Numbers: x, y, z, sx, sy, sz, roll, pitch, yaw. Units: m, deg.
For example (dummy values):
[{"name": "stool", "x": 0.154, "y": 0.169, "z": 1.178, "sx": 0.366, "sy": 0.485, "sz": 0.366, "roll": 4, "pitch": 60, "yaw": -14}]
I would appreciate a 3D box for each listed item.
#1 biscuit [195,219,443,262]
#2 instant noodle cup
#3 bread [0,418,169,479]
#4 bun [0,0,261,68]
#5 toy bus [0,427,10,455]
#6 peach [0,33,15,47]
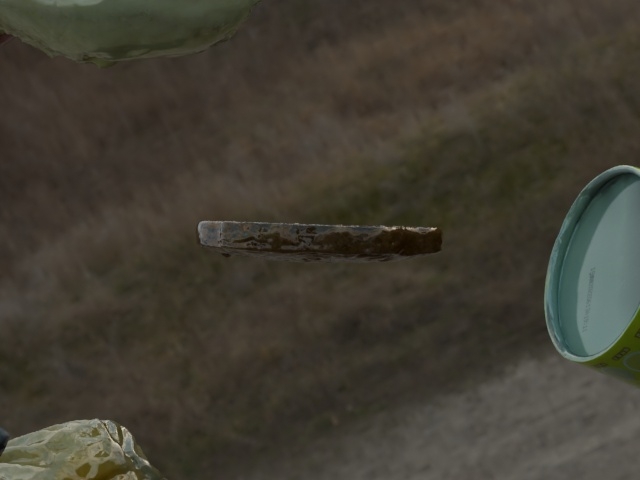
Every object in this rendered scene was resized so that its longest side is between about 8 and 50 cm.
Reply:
[{"name": "biscuit", "x": 0.000, "y": 0.002, "z": 1.900, "sx": 0.273, "sy": 0.049, "sz": 0.257, "roll": 0, "pitch": 1, "yaw": -17}, {"name": "instant noodle cup", "x": 0.413, "y": 0.051, "z": 1.906, "sx": 0.222, "sy": 0.311, "sz": 0.311, "roll": 15, "pitch": 1, "yaw": -21}, {"name": "bread", "x": -0.181, "y": 0.350, "z": 1.503, "sx": 0.236, "sy": 0.388, "sz": 0.183, "roll": -15, "pitch": -9, "yaw": -43}, {"name": "bun", "x": -0.118, "y": -0.214, "z": 1.039, "sx": 0.259, "sy": 0.259, "sz": 0.160, "roll": -24, "pitch": -24, "yaw": 9}, {"name": "toy bus", "x": -0.255, "y": 0.110, "z": 0.702, "sx": 0.288, "sy": 0.138, "sz": 0.175, "roll": -2, "pitch": 61, "yaw": 62}, {"name": "peach", "x": -0.285, "y": -0.195, "z": 1.296, "sx": 0.151, "sy": 0.118, "sz": 0.151, "roll": -2, "pitch": -22, "yaw": -1}]
